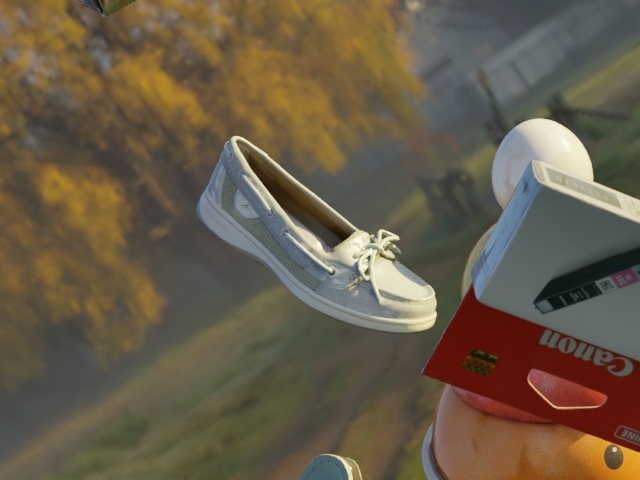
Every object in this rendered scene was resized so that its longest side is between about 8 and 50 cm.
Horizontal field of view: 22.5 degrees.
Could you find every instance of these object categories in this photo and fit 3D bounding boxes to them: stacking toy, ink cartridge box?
[{"bbox_3d":[0.271,0.084,1.923,0.350,0.480,0.350,-8,27,4],"label":"stacking toy"},{"bbox_3d":[0.260,0.082,1.435,0.060,0.275,0.239,-93,25,-63],"label":"ink cartridge box"}]

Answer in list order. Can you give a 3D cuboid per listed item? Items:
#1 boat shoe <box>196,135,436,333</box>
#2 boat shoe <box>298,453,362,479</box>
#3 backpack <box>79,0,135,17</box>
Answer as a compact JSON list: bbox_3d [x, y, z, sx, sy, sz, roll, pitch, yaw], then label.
[{"bbox_3d":[0.000,-0.001,1.829,0.118,0.320,0.103,-19,-42,-53],"label":"boat shoe"},{"bbox_3d":[0.011,0.317,1.596,0.081,0.228,0.068,17,14,40],"label":"boat shoe"},{"bbox_3d":[-0.304,-0.406,2.243,0.144,0.166,0.188,-23,31,-6],"label":"backpack"}]
